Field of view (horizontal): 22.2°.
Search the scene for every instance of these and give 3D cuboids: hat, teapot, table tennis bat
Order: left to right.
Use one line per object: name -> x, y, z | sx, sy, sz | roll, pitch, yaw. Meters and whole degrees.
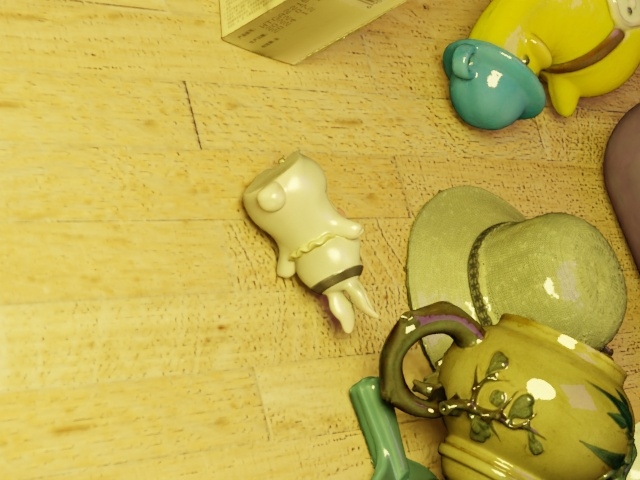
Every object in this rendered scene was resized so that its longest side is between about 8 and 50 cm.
table tennis bat -> 0.066, 0.212, 1.369 | 0.124, 0.033, 0.201 | -10, 82, -54
teapot -> 0.157, 0.161, 1.376 | 0.269, 0.173, 0.183 | 29, 83, -19
hat -> 0.210, 0.049, 1.526 | 0.257, 0.130, 0.257 | 22, 57, -39

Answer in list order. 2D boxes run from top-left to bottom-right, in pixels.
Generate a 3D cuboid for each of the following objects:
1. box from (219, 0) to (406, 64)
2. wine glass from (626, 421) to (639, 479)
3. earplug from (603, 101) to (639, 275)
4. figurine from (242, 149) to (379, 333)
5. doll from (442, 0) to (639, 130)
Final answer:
box -> 0.008, -0.274, 1.406 | 0.095, 0.212, 0.168 | 12, 64, -42
wine glass -> 0.351, 0.279, 1.554 | 0.196, 0.165, 0.165 | 52, 42, -27
earplug -> 0.447, 0.052, 1.729 | 0.215, 0.215, 0.456 | -18, 82, -49
figurine -> 0.008, -0.006, 1.373 | 0.146, 0.081, 0.098 | 52, 42, -14
doll -> 0.242, -0.221, 1.679 | 0.363, 0.145, 0.200 | -25, 114, -46
